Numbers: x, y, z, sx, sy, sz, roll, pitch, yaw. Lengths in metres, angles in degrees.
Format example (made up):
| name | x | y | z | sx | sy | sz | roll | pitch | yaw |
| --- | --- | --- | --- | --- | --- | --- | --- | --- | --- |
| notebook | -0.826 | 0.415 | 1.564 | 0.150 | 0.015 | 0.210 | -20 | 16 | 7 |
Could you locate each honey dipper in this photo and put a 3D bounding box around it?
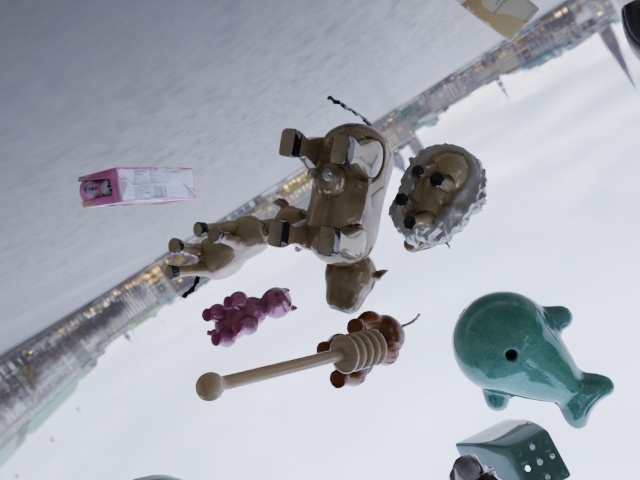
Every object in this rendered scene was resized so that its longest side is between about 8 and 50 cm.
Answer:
| name | x | y | z | sx | sy | sz | roll | pitch | yaw |
| --- | --- | --- | --- | --- | --- | --- | --- | --- | --- |
| honey dipper | -0.015 | 0.089 | 0.382 | 0.160 | 0.031 | 0.030 | -3 | 165 | -43 |

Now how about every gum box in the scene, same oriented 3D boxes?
| name | x | y | z | sx | sy | sz | roll | pitch | yaw |
| --- | --- | --- | --- | --- | --- | --- | --- | --- | --- |
| gum box | -0.340 | -0.098 | 1.006 | 0.107 | 0.062 | 0.188 | -6 | -177 | 33 |

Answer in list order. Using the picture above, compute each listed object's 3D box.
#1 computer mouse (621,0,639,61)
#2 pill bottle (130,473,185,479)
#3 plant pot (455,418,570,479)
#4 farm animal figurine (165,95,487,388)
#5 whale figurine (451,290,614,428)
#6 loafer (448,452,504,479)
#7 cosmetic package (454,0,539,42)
| name | x | y | z | sx | sy | sz | roll | pitch | yaw |
| --- | --- | --- | --- | --- | --- | --- | --- | --- | --- |
| computer mouse | 0.394 | -0.190 | 0.531 | 0.184 | 0.262 | 0.060 | 12 | 113 | -46 |
| pill bottle | -0.060 | 0.340 | 0.401 | 0.360 | 0.204 | 0.204 | 8 | -145 | 41 |
| plant pot | 0.464 | 0.522 | 1.276 | 0.165 | 0.166 | 0.234 | -19 | 160 | -14 |
| farm animal figurine | 0.000 | 0.000 | 0.652 | 0.172 | 0.330 | 0.327 | 1 | 115 | -58 |
| whale figurine | 0.350 | 0.203 | 0.894 | 0.216 | 0.272 | 0.141 | -54 | 171 | 8 |
| loafer | 0.212 | 0.345 | 0.758 | 0.080 | 0.078 | 0.220 | -38 | 154 | -7 |
| cosmetic package | 0.243 | -0.339 | 0.761 | 0.060 | 0.115 | 0.041 | -51 | -154 | 34 |
